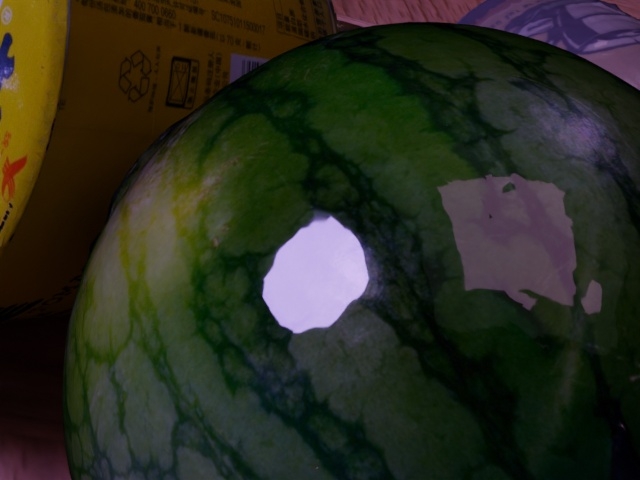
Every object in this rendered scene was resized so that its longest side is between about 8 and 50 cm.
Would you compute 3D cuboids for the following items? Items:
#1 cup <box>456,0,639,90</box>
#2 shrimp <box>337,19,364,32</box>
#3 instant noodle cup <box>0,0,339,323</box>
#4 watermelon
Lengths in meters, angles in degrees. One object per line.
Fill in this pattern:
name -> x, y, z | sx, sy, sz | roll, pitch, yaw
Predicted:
cup -> 0.202, -0.027, 1.300 | 0.301, 0.227, 0.257 | 45, 12, -54
shrimp -> -0.017, -0.133, 1.490 | 0.254, 0.059, 0.145 | 9, 34, -25
instant noodle cup -> -0.159, -0.093, 1.070 | 0.254, 0.325, 0.325 | 3, 33, -49
watermelon -> 0.052, 0.073, 0.882 | 0.363, 0.363, 0.363 | 18, 28, -10
